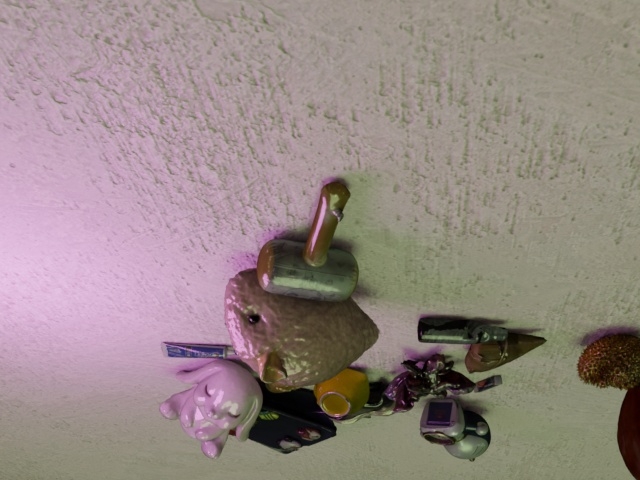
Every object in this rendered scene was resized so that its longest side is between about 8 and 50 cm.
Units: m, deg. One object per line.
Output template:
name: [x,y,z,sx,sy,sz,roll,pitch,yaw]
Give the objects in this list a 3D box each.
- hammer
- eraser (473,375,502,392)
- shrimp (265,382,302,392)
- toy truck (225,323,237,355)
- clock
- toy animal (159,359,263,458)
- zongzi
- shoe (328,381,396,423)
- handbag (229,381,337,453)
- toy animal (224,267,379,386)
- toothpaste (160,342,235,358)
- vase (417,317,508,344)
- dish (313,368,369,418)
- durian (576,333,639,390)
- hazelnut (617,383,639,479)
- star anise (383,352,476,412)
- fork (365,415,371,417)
hammer: [0.000,0.000,1.403,0.202,0.113,0.305,7,140,-14]
eraser: [0.466,0.402,2.091,0.019,0.027,0.099,13,149,-32]
shrimp: [-0.058,0.358,2.024,0.145,0.061,0.267,2,146,-21]
toy truck: [-0.190,0.228,1.815,0.056,0.090,0.073,-30,-179,40]
clock: [0.421,0.575,2.270,0.200,0.146,0.243,-14,142,33]
toy animal: [-0.277,0.432,2.040,0.272,0.206,0.265,42,129,2]
zongzi: [0.451,0.277,1.848,0.176,0.078,0.160,-5,155,-4]
shoe: [0.113,0.456,2.149,0.228,0.099,0.112,-11,140,14]
handbag: [-0.144,0.541,2.275,0.329,0.121,0.303,21,145,-26]
toy animal: [-0.043,0.194,1.584,0.359,0.226,0.188,14,174,-16]
toothpaste: [-0.318,0.289,1.950,0.197,0.034,0.057,1,133,4]
vase: [0.337,0.215,1.760,0.212,0.059,0.060,2,149,-2]
dish: [0.047,0.432,2.055,0.149,0.080,0.208,44,126,-6]
durian: [0.713,0.292,1.804,0.158,0.137,0.168,1,140,-34]
hazelnut: [0.915,0.447,1.795,0.421,0.421,0.352,-26,102,38]
star anise: [0.277,0.382,1.993,0.213,0.129,0.282,-5,156,-20]
fork: [0.118,0.519,2.315,0.034,0.028,0.219,-11,151,21]
